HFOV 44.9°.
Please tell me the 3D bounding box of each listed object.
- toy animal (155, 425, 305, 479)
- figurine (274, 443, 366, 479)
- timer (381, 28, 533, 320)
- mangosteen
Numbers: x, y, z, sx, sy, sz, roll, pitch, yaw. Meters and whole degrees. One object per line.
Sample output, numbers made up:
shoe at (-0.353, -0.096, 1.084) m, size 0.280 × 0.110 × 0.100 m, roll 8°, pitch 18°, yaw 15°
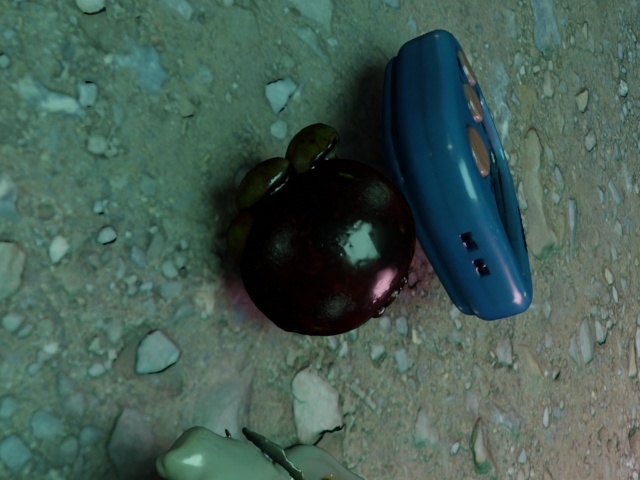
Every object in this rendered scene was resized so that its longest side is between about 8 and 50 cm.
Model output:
toy animal at (-0.135, 0.310, 0.617) m, size 0.247 × 0.182 × 0.310 m, roll 55°, pitch 49°, yaw -24°
figurine at (0.055, 0.336, 0.844) m, size 0.250 × 0.141 × 0.167 m, roll 55°, pitch 51°, yaw -25°
timer at (0.176, -0.082, 0.986) m, size 0.309 × 0.115 × 0.340 m, roll 56°, pitch 26°, yaw -36°
mangosteen at (0.000, 0.000, 0.813) m, size 0.209 × 0.209 × 0.210 m, roll 10°, pitch 76°, yaw -45°
